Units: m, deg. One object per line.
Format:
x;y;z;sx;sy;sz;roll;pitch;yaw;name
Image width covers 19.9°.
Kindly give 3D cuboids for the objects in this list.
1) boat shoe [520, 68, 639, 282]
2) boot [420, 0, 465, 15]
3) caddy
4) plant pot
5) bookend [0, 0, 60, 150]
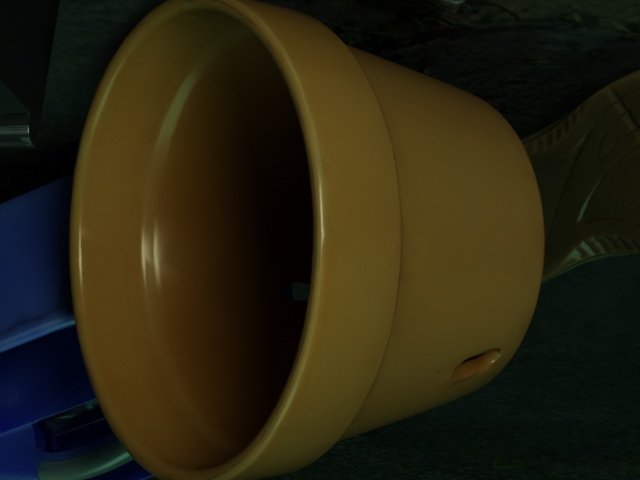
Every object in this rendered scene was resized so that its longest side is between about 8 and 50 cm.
0.210;-0.050;1.152;0.341;0.122;0.110;-15;-173;47;boat shoe
0.054;-0.156;0.986;0.114;0.037;0.106;28;172;-37;boot
-0.169;0.092;1.353;0.341;0.179;0.241;-22;145;25;caddy
0.000;0.000;1.122;0.203;0.291;0.291;0;164;-34;plant pot
-0.196;-0.148;0.926;0.072;0.157;0.156;-1;158;16;bookend
